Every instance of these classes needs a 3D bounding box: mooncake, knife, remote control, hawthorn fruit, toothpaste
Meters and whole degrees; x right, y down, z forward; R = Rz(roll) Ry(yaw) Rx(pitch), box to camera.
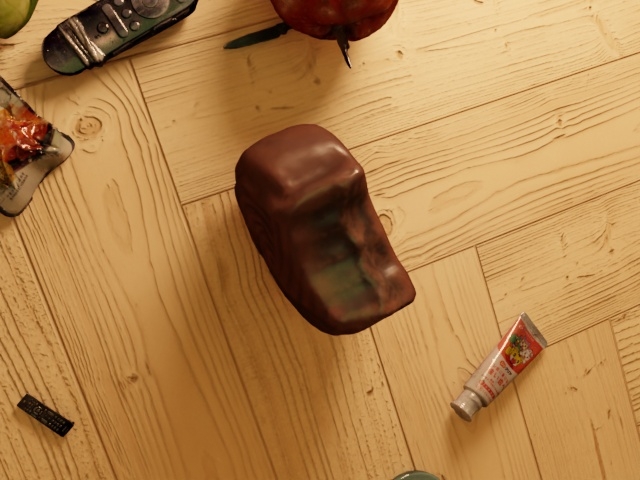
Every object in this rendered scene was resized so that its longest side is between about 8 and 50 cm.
[{"bbox_3d":[0.000,0.000,1.081,0.174,0.333,0.325,-26,141,-13],"label":"mooncake"},{"bbox_3d":[-0.085,-0.352,1.182,0.170,0.010,0.023,-21,94,-13],"label":"knife"},{"bbox_3d":[-0.438,0.277,1.112,0.091,0.016,0.034,41,98,-16],"label":"remote control"},{"bbox_3d":[0.037,-0.414,1.083,0.254,0.254,0.300,-8,81,-17],"label":"hawthorn fruit"},{"bbox_3d":[0.344,0.248,1.342,0.234,0.057,0.089,-43,104,-18],"label":"toothpaste"},{"bbox_3d":[-0.309,-0.341,1.091,0.266,0.066,0.090,-33,89,-8],"label":"remote control"}]

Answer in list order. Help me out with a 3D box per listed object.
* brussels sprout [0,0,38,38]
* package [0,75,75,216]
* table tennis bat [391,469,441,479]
[{"bbox_3d":[-0.493,-0.380,0.993,0.183,0.131,0.145,38,104,-17],"label":"brussels sprout"},{"bbox_3d":[-0.502,-0.161,1.049,0.232,0.040,0.166,45,81,-14],"label":"package"},{"bbox_3d":[0.165,0.552,1.314,0.149,0.038,0.237,16,85,-19],"label":"table tennis bat"}]
